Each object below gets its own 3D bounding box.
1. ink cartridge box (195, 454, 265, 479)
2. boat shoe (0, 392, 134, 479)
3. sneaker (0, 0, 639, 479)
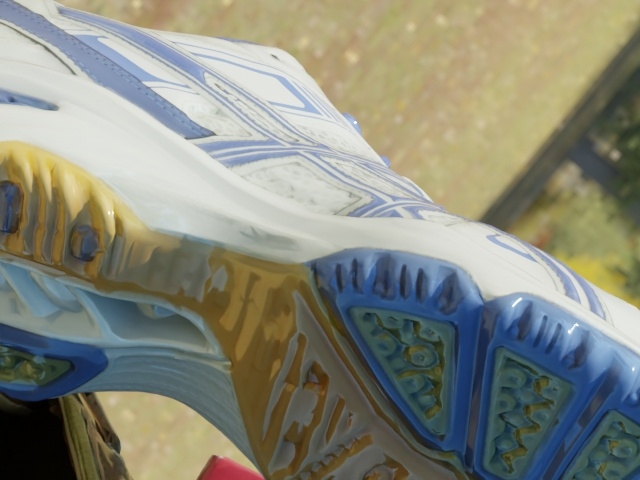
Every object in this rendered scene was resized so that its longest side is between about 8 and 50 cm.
[{"bbox_3d":[-0.022,0.179,0.643,0.175,0.127,0.072,-58,162,-22],"label":"ink cartridge box"},{"bbox_3d":[-0.113,0.066,0.635,0.110,0.307,0.104,-27,129,-18],"label":"boat shoe"},{"bbox_3d":[0.000,0.000,0.563,0.131,0.296,0.112,-71,-173,-51],"label":"sneaker"}]
